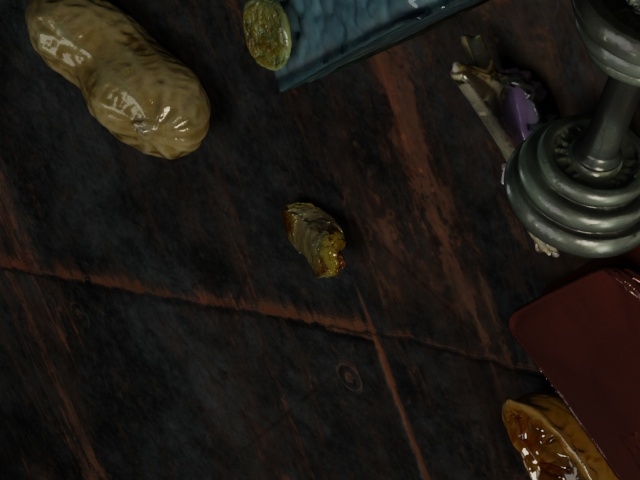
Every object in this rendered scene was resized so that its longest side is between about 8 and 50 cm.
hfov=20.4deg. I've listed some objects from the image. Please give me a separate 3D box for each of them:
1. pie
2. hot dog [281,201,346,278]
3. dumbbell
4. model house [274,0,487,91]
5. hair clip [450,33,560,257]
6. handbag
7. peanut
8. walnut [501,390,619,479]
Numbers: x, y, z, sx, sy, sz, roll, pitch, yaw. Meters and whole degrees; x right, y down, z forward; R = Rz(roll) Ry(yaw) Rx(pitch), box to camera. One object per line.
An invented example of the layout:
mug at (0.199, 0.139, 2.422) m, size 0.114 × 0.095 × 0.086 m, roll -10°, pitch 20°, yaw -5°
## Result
pie at (-0.053, -0.217, 1.853) m, size 0.084 × 0.021 × 0.084 m, roll 34°, pitch 134°, yaw 44°
hot dog at (0.001, -0.001, 2.447) m, size 0.169 × 0.061 × 0.078 m, roll -125°, pitch 30°, yaw -49°
dumbbell at (0.308, -0.143, 1.842) m, size 0.179 × 0.179 × 0.406 m, roll 39°, pitch 145°, yaw 20°
model house at (0.052, -0.379, 1.868) m, size 0.339 × 0.297 × 0.360 m, roll 63°, pitch 152°, yaw -3°
hair clip at (0.231, -0.107, 2.065) m, size 0.106 × 0.084 × 0.292 m, roll 0°, pitch 125°, yaw 45°
handbag at (0.376, 0.152, 2.110) m, size 0.275 × 0.084 × 0.260 m, roll 53°, pitch 146°, yaw 0°
peanut at (-0.289, -0.238, 2.508) m, size 0.325 × 0.153 × 0.140 m, roll 40°, pitch 140°, yaw 8°
walnut at (0.324, 0.272, 2.272) m, size 0.211 × 0.087 × 0.167 m, roll 60°, pitch 162°, yaw -6°
